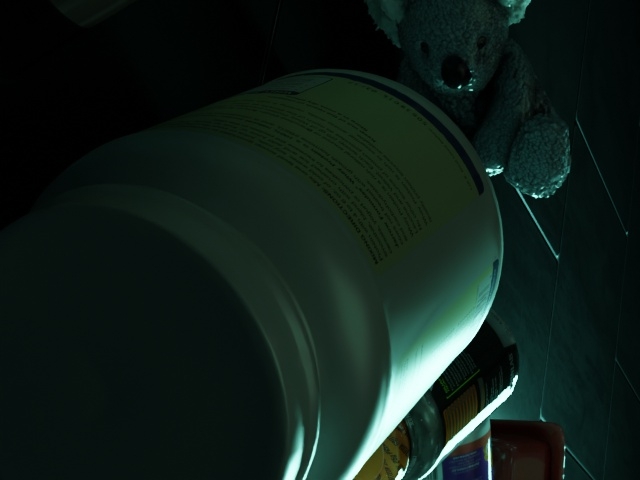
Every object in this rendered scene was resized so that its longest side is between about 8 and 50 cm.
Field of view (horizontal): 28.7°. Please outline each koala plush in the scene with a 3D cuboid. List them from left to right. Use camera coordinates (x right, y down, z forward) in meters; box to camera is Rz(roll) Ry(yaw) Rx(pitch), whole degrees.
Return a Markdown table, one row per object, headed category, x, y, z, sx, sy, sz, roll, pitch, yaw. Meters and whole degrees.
| category | x | y | z | sx | sy | sz | roll | pitch | yaw |
| --- | --- | --- | --- | --- | --- | --- | --- | --- | --- |
| koala plush | 0.134 | -0.176 | 1.216 | 0.203 | 0.196 | 0.221 | -79 | 156 | -48 |

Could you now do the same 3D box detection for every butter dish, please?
| category | x | y | z | sx | sy | sz | roll | pitch | yaw |
| --- | --- | --- | --- | --- | --- | --- | --- | --- | --- |
| butter dish | 0.181 | 0.277 | 1.402 | 0.118 | 0.160 | 0.160 | 14 | 76 | -42 |

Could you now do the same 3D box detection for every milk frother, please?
| category | x | y | z | sx | sy | sz | roll | pitch | yaw |
| --- | --- | --- | --- | --- | --- | --- | --- | --- | --- |
| milk frother | -0.150 | -0.174 | 0.629 | 0.129 | 0.135 | 0.143 | 66 | 14 | 20 |

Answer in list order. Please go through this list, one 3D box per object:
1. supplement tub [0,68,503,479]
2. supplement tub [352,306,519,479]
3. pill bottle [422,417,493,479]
| category | x | y | z | sx | sy | sz | roll | pitch | yaw |
| --- | --- | --- | --- | --- | --- | --- | --- | --- | --- |
| supplement tub | -0.040 | 0.032 | 0.762 | 0.325 | 0.235 | 0.235 | -34 | 122 | -61 |
| supplement tub | 0.071 | 0.122 | 1.003 | 0.190 | 0.117 | 0.117 | -29 | 118 | -51 |
| pill bottle | 0.127 | 0.268 | 1.293 | 0.108 | 0.108 | 0.193 | -33 | 121 | -61 |
